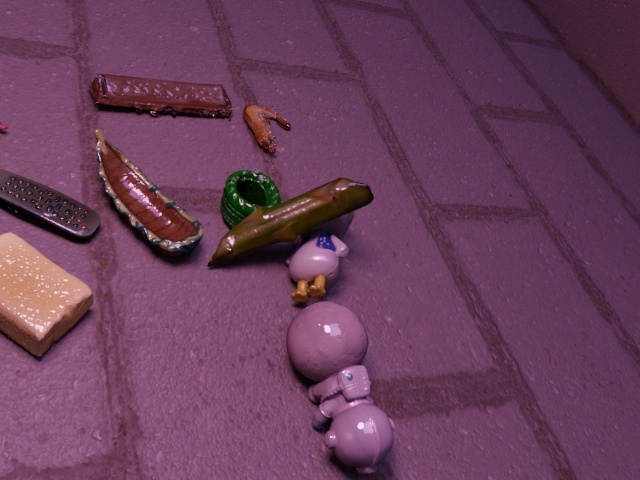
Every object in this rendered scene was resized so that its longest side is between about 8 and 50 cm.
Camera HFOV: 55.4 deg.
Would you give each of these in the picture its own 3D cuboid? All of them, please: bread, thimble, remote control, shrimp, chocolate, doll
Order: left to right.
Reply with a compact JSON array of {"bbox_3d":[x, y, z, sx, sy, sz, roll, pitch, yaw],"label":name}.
[{"bbox_3d":[-0.468,0.079,0.958,0.188,0.068,0.125,33,44,5],"label":"bread"},{"bbox_3d":[-0.506,-0.066,1.091,0.222,0.042,0.072,25,44,-6],"label":"remote control"},{"bbox_3d":[-0.357,-0.338,1.405,0.329,0.065,0.102,-3,52,-32],"label":"chocolate"},{"bbox_3d":[-0.146,-0.080,1.256,0.118,0.090,0.130,15,45,-12],"label":"thimble"},{"bbox_3d":[-0.118,-0.270,1.493,0.124,0.034,0.178,-3,47,-38],"label":"shrimp"},{"bbox_3d":[0.000,0.000,1.241,0.119,0.138,0.293,55,34,-34],"label":"doll"},{"bbox_3d":[0.039,0.244,1.020,0.151,0.151,0.287,-3,55,-30],"label":"doll"}]

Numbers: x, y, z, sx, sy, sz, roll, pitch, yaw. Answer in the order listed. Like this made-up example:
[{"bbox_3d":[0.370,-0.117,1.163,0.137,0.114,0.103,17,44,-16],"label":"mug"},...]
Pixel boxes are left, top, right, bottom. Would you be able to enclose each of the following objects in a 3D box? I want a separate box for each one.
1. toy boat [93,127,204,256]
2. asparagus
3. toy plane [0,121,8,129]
[{"bbox_3d":[-0.340,-0.079,1.155,0.293,0.099,0.108,47,46,7],"label":"toy boat"},{"bbox_3d":[-0.065,-0.038,1.176,0.343,0.082,0.085,-24,62,1],"label":"asparagus"},{"bbox_3d":[-0.649,-0.189,1.136,0.060,0.037,0.145,29,44,-6],"label":"toy plane"}]
